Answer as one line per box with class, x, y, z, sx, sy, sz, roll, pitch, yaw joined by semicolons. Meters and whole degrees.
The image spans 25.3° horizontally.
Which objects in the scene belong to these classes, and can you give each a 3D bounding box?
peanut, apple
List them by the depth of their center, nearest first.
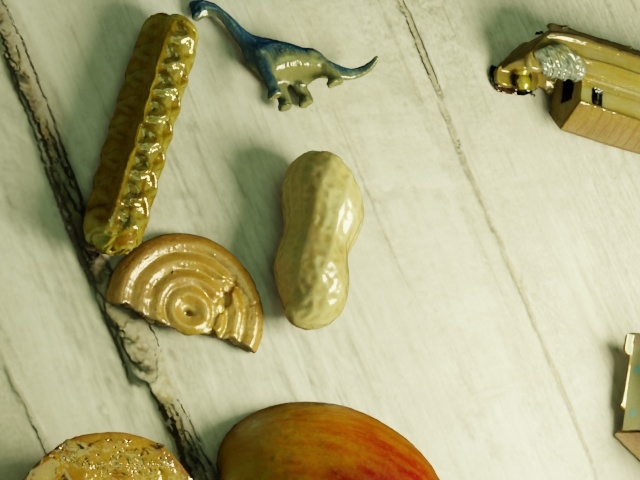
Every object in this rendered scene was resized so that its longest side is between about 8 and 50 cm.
apple;0.034;0.319;1.869;0.346;0.179;0.254;16;32;-22
peanut;0.000;0.000;1.974;0.123;0.123;0.257;10;72;-24

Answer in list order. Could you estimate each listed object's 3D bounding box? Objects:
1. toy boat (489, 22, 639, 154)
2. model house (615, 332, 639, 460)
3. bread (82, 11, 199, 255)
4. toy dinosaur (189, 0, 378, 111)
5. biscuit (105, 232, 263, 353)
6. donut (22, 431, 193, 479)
toy boat;0.491;-0.226;2.285;0.445;0.136;0.162;12;74;-24
model house;0.604;0.285;2.174;0.326;0.169;0.244;13;76;-21
bread;-0.241;-0.148;1.917;0.084;0.077;0.368;22;67;-21
toy dinosaur;-0.050;-0.286;2.066;0.247;0.075;0.188;-16;75;-24
biscuit;-0.168;0.061;1.914;0.224;0.033;0.145;23;66;-20
donut;-0.263;0.374;1.724;0.277;0.108;0.278;9;70;-24
